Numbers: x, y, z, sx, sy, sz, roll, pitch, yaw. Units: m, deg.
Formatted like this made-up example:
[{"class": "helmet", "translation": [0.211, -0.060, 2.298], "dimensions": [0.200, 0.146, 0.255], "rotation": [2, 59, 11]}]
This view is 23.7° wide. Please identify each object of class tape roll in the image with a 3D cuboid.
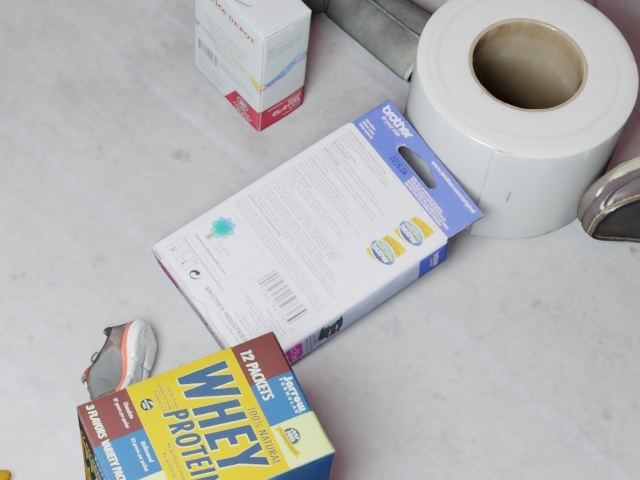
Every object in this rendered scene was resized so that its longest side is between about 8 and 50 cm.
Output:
[{"class": "tape roll", "translation": [0.218, -0.147, 1.719], "dimensions": [0.246, 0.169, 0.246], "rotation": [3, 58, -4]}]

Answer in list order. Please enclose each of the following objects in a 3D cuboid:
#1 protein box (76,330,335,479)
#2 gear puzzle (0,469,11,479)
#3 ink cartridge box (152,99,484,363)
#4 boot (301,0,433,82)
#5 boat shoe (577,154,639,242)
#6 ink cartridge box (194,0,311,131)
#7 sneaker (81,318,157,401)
[{"class": "protein box", "translation": [-0.110, 0.219, 1.444], "dimensions": [0.200, 0.201, 0.136], "rotation": [-20, 62, -17]}, {"class": "gear puzzle", "translation": [-0.421, 0.330, 1.439], "dimensions": [0.175, 0.044, 0.339], "rotation": [41, 64, 19]}, {"class": "ink cartridge box", "translation": [0.000, 0.000, 1.646], "dimensions": [0.311, 0.065, 0.185], "rotation": [-34, 68, -10]}, {"class": "boot", "translation": [0.036, -0.258, 1.835], "dimensions": [0.190, 0.076, 0.208], "rotation": [-37, 75, -21]}, {"class": "boat shoe", "translation": [0.467, -0.031, 1.694], "dimensions": [0.356, 0.132, 0.130], "rotation": [-6, 59, -8]}, {"class": "ink cartridge box", "translation": [-0.079, -0.230, 1.736], "dimensions": [0.072, 0.175, 0.127], "rotation": [-33, 67, -22]}, {"class": "sneaker", "translation": [-0.215, 0.156, 1.570], "dimensions": [0.065, 0.061, 0.158], "rotation": [-4, 54, 24]}]
